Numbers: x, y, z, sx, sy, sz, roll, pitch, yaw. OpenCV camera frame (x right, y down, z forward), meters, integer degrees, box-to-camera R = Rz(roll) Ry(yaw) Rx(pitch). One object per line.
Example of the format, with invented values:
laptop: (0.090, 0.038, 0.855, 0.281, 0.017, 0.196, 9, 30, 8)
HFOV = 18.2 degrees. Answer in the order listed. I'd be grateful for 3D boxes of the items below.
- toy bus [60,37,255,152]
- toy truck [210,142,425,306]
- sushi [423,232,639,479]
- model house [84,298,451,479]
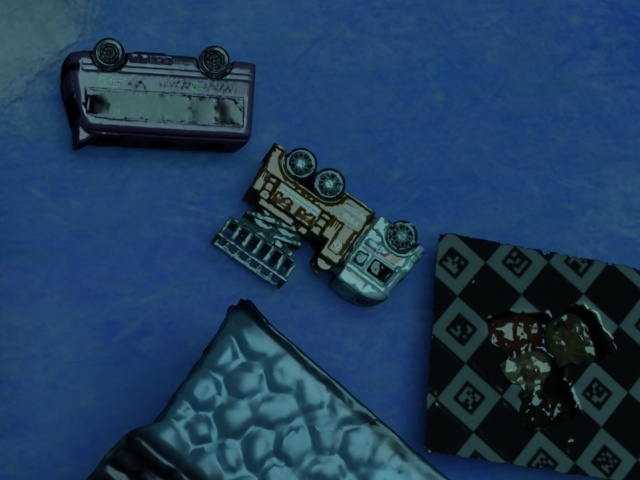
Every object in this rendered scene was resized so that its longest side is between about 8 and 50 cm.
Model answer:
toy bus: (-0.154, -0.132, 1.878, 0.178, 0.087, 0.098, 3, 82, -15)
toy truck: (0.000, 0.000, 1.886, 0.178, 0.080, 0.115, 34, 76, -2)
sushi: (0.206, 0.119, 1.924, 0.231, 0.047, 0.219, 10, 69, -15)
model house: (-0.050, 0.298, 1.706, 0.360, 0.297, 0.339, 41, 78, 0)
